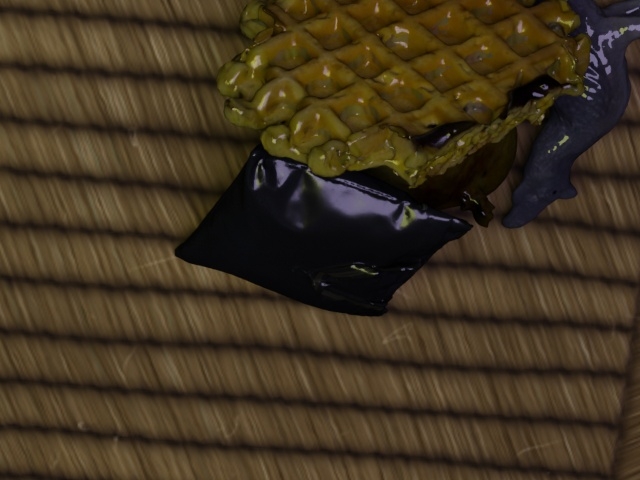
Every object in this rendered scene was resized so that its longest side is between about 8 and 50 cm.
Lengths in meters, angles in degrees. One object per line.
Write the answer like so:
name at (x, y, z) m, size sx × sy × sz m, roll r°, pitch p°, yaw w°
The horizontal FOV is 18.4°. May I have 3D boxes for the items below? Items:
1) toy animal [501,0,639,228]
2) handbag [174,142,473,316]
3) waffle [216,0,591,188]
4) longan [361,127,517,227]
toy animal at (0.252, -0.191, 1.809) m, size 0.206 × 0.081 × 0.367 m, roll -4°, pitch 106°, yaw 10°
handbag at (0.000, 0.000, 1.763) m, size 0.211 × 0.254 × 0.088 m, roll 17°, pitch 65°, yaw -13°
waffle at (0.070, -0.152, 1.694) m, size 0.307 × 0.312 × 0.060 m, roll 15°, pitch 136°, yaw 14°
longan at (0.105, -0.085, 1.779) m, size 0.155 × 0.145 × 0.176 m, roll -26°, pitch 66°, yaw -6°
